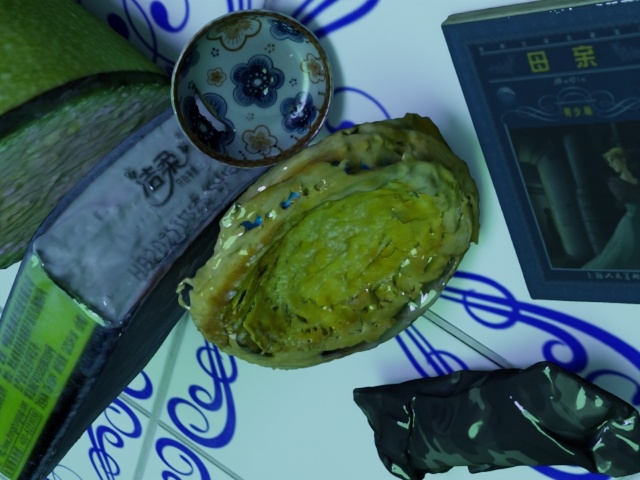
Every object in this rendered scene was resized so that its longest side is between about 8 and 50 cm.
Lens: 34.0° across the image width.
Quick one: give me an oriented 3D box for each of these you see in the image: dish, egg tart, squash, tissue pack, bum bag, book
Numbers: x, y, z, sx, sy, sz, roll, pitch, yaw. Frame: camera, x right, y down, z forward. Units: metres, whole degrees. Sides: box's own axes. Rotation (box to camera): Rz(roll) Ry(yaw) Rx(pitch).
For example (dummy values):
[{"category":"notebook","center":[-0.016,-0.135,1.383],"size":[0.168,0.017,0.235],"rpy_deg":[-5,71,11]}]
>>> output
[{"category":"dish","center":[-0.064,-0.142,0.921],"size":[0.141,0.078,0.141],"rpy_deg":[-5,116,-10]},{"category":"egg tart","center":[0.000,0.000,0.891],"size":[0.107,0.291,0.290],"rpy_deg":[57,151,36]},{"category":"squash","center":[-0.335,-0.168,0.994],"size":[0.309,0.310,0.310],"rpy_deg":[55,141,11]},{"category":"tissue pack","center":[-0.204,0.053,1.036],"size":[0.124,0.288,0.394],"rpy_deg":[37,139,0]},{"category":"bum bag","center":[0.157,0.175,1.012],"size":[0.144,0.095,0.340],"rpy_deg":[47,146,-18]},{"category":"book","center":[0.215,-0.061,0.810],"size":[0.191,0.025,0.269],"rpy_deg":[0,125,38]}]
